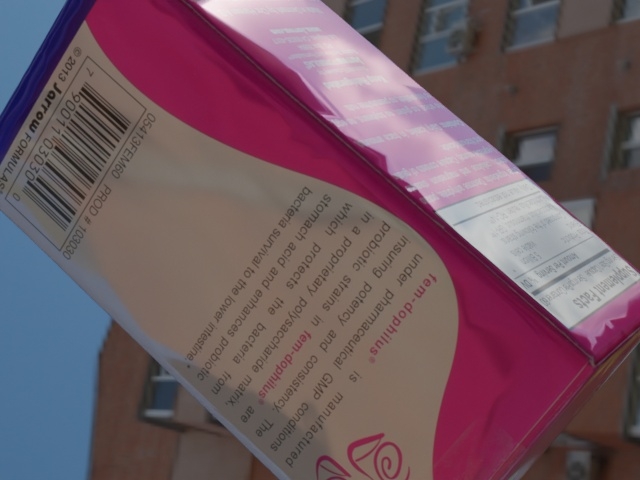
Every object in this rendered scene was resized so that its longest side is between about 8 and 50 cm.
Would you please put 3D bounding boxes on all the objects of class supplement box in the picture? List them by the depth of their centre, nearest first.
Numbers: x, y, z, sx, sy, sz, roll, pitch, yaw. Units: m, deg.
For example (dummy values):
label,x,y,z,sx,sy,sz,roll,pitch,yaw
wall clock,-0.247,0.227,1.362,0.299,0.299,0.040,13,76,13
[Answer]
label,x,y,z,sx,sy,sz,roll,pitch,yaw
supplement box,0.000,0.000,0.526,0.220,0.111,0.114,43,-156,15
